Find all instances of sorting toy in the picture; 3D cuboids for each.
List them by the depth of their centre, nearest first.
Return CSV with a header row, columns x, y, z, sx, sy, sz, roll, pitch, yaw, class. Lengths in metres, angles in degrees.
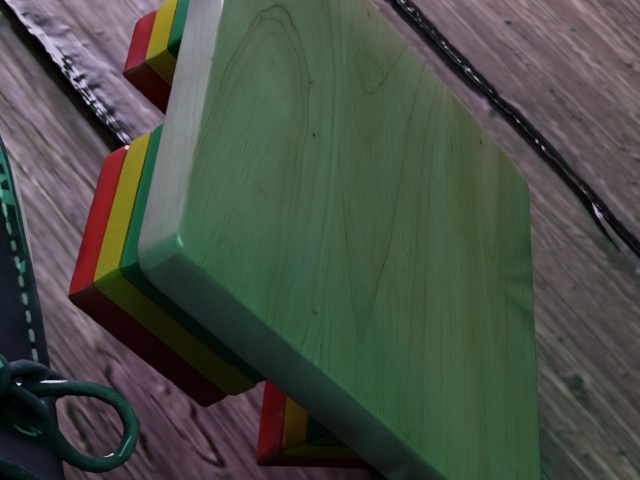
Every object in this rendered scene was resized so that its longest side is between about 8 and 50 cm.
x,y,z,sx,sy,sz,roll,pitch,yaw,class
0.000,0.000,0.738,0.255,0.089,0.257,43,35,-32,sorting toy

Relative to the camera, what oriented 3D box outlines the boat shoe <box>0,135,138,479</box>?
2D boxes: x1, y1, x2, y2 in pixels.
x,y,z,sx,sy,sz,roll,pitch,yaw,class
-0.163,0.096,0.576,0.186,0.156,0.500,29,37,-32,boat shoe
